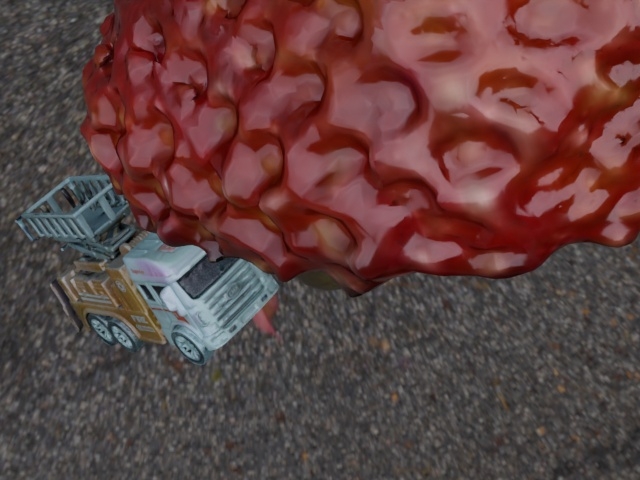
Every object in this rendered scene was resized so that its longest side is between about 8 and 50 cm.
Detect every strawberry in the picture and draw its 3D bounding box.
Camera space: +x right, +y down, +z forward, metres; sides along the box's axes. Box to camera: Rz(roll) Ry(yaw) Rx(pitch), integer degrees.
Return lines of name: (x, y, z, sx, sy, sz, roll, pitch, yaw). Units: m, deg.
strawberry: (0.025, -0.108, 0.449, 0.336, 0.265, 0.149, -9, 130, 27)

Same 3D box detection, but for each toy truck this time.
toy truck: (-0.121, 0.014, 0.732, 0.080, 0.178, 0.115, -45, 120, -31)

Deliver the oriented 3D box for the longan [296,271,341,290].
longan: (0.000, 0.000, 1.031, 0.119, 0.106, 0.106, -17, 110, 34)
